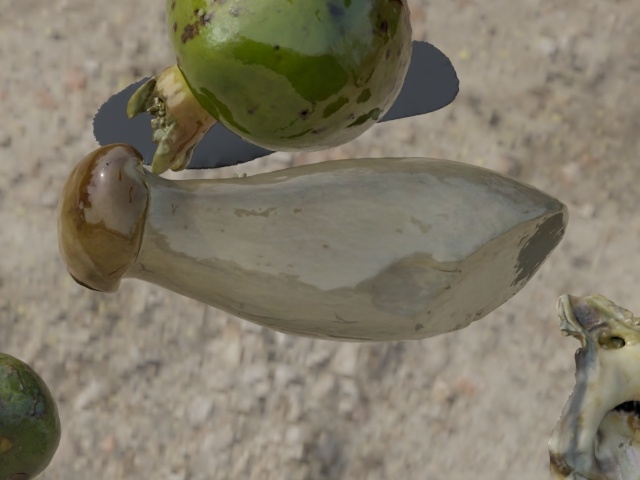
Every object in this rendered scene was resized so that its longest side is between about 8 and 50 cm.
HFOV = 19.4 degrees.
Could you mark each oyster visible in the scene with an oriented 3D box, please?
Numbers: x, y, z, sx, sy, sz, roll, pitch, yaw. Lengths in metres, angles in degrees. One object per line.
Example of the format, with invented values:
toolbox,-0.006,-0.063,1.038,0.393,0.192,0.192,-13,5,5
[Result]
oyster,0.350,0.217,2.113,0.275,0.100,0.271,27,68,-3

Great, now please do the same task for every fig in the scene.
fig,-0.296,0.148,1.631,0.123,0.123,0.156,-6,22,-19

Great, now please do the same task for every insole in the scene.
insole,-0.035,-0.117,1.593,0.322,0.007,0.109,-12,60,-15

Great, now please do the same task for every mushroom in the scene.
mushroom,0.000,0.000,1.244,0.350,0.128,0.128,6,44,-14

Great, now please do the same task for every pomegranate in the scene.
pomegranate,-0.036,-0.137,1.426,0.198,0.246,0.198,28,8,-4

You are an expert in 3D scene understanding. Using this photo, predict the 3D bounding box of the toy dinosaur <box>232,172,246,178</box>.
toy dinosaur,-0.090,-0.035,2.048,0.026,0.041,0.113,11,51,-5
